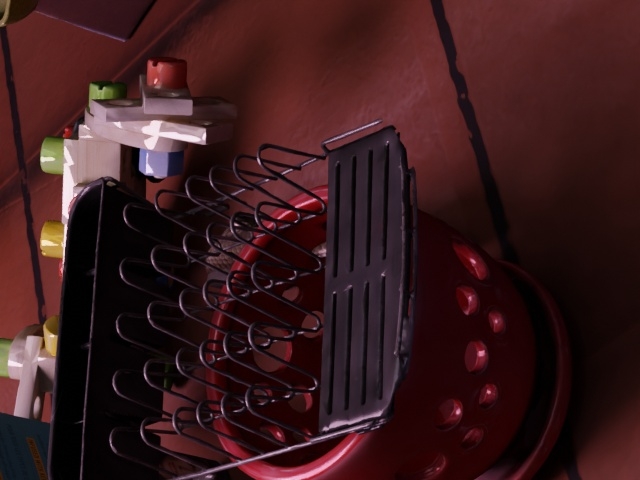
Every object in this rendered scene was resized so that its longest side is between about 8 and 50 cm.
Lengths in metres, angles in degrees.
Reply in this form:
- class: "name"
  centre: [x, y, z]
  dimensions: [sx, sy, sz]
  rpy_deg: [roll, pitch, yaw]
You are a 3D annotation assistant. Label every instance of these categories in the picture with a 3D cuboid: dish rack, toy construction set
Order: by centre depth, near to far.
- class: "dish rack"
  centre: [-0.052, 0.040, 1.184]
  dimensions: [0.271, 0.074, 0.208]
  rpy_deg: [-20, 61, 44]
- class: "toy construction set"
  centre: [-0.164, 0.006, 1.495]
  dimensions: [0.215, 0.151, 0.328]
  rpy_deg: [-51, -20, -73]

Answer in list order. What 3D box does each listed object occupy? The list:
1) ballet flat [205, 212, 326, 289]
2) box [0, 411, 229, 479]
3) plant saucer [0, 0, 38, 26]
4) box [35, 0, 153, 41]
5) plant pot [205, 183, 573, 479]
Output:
- class: "ballet flat"
  centre: [0.000, 0.000, 1.410]
  dimensions: [0.250, 0.084, 0.058]
  rpy_deg: [-9, 71, 54]
- class: "box"
  centre: [-0.163, 0.189, 1.396]
  dimensions: [0.060, 0.244, 0.100]
  rpy_deg: [-50, 44, 24]
- class: "plant saucer"
  centre: [-0.277, -0.254, 1.639]
  dimensions: [0.188, 0.045, 0.188]
  rpy_deg: [0, 78, 48]
- class: "box"
  centre: [-0.143, -0.379, 1.668]
  dimensions: [0.381, 0.143, 0.191]
  rpy_deg: [-50, 45, 23]
- class: "plant pot"
  centre: [0.050, 0.074, 1.243]
  dimensions: [0.191, 0.174, 0.191]
  rpy_deg: [-20, 62, 45]
